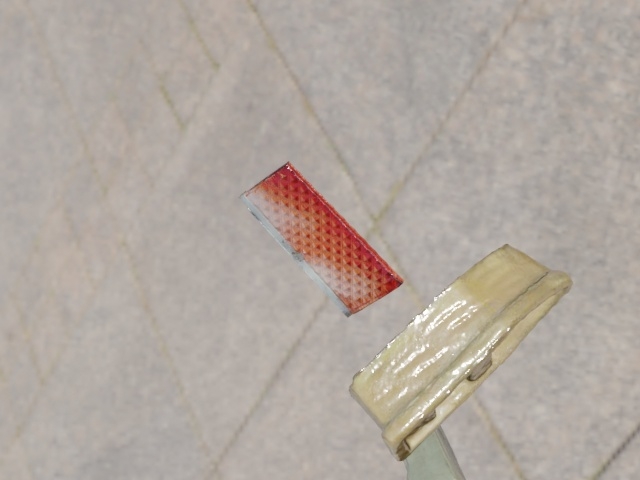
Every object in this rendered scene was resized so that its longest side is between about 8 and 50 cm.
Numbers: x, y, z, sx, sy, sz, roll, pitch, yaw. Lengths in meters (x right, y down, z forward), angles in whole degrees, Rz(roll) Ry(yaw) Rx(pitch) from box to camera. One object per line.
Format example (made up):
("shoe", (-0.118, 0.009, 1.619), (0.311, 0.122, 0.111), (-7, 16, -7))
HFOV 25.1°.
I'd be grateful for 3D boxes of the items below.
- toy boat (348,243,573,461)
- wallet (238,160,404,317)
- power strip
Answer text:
("toy boat", (0.103, 0.076, 1.073), (0.188, 0.116, 0.061), (-43, 74, -5))
("wallet", (0.000, 0.000, 1.660), (0.103, 0.196, 0.020), (-32, 15, 43))
("power strip", (0.103, 0.207, 1.337), (0.048, 0.080, 0.286), (-29, 17, 1))
